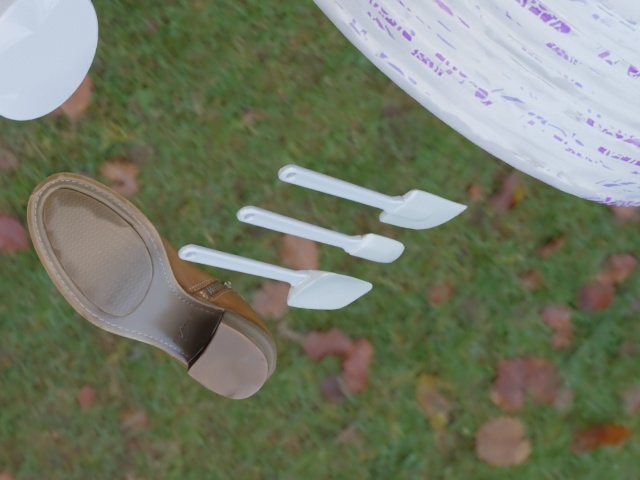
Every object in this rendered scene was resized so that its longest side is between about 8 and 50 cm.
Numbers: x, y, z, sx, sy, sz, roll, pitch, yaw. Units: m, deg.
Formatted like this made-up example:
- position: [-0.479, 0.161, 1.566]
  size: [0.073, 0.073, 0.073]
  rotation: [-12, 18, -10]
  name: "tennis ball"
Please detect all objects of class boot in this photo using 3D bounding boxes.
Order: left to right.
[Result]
- position: [-0.154, 0.035, 1.738]
  size: [0.283, 0.220, 0.109]
  rotation: [36, 94, -6]
  name: "boot"

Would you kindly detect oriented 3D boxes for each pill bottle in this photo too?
- position: [-0.246, -0.161, 1.156]
  size: [0.121, 0.216, 0.121]
  rotation: [-35, 141, -34]
  name: "pill bottle"

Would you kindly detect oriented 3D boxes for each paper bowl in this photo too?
- position: [0.110, -0.165, 0.863]
  size: [0.284, 0.284, 0.148]
  rotation: [20, 124, -33]
  name: "paper bowl"

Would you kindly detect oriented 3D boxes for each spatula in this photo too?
- position: [0.000, 0.000, 1.550]
  size: [0.168, 0.019, 0.242]
  rotation: [-36, 152, 28]
  name: "spatula"
